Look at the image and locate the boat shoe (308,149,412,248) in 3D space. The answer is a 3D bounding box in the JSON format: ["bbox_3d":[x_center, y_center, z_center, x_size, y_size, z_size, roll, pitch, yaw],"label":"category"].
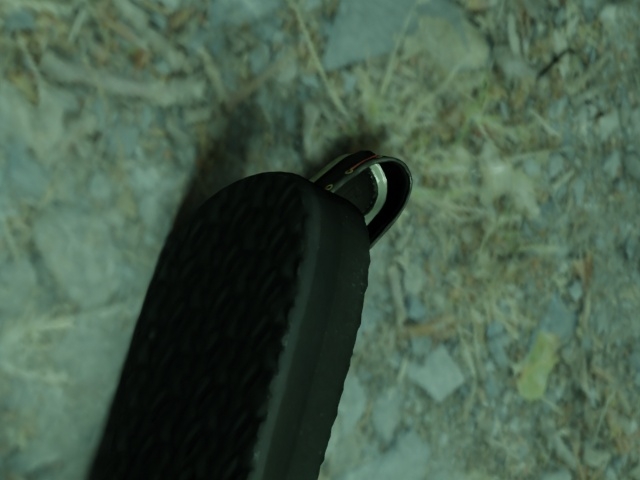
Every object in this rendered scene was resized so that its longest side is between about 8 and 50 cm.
[{"bbox_3d":[-0.001,-0.001,0.967,0.133,0.042,0.049,-46,120,-31],"label":"boat shoe"}]

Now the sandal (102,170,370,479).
[{"bbox_3d":[-0.046,0.186,0.834,0.107,0.167,0.446,29,69,-34],"label":"sandal"}]
